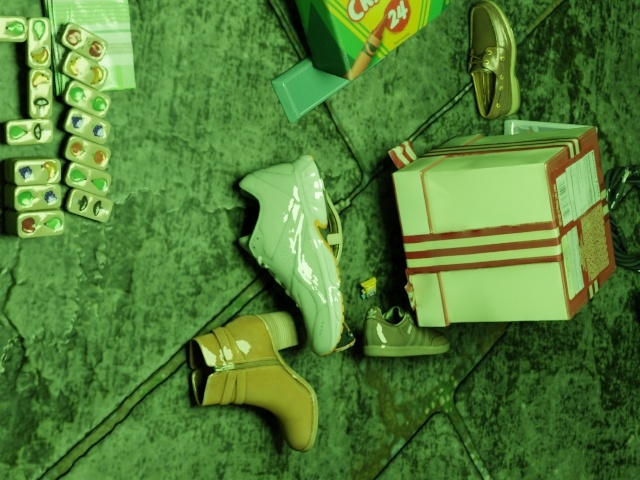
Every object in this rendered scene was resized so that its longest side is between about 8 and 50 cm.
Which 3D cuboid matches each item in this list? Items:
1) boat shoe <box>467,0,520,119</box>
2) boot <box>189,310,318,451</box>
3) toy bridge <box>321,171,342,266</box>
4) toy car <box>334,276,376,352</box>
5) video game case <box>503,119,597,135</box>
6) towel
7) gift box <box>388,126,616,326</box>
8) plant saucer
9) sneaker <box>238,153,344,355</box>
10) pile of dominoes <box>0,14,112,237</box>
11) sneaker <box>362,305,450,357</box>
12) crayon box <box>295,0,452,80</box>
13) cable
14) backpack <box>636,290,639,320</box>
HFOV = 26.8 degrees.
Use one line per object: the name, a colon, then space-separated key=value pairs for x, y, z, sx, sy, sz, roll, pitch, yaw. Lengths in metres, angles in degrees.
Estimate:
boat shoe: x=0.250 y=-0.265 z=1.983 sx=0.060 sy=0.064 sz=0.178 roll=-23 pitch=109 yaw=-38
boot: x=-0.090 y=0.195 z=1.733 sx=0.152 sy=0.073 sz=0.197 roll=-14 pitch=89 yaw=-38
toy bridge: x=0.000 y=0.000 z=1.821 sx=0.063 sy=0.026 sz=0.188 roll=-9 pitch=98 yaw=-39
toy car: x=0.050 y=0.111 z=1.850 sx=0.122 sy=0.060 sz=0.040 roll=-39 pitch=147 yaw=-23
video game case: x=0.362 y=-0.093 z=2.107 sx=0.201 sy=0.023 sz=0.183 roll=0 pitch=92 yaw=-38
towel: x=-0.272 y=-0.251 z=1.593 sx=0.113 sy=0.023 sz=0.152 roll=-11 pitch=99 yaw=-37
gift box: x=0.234 y=-0.026 z=1.849 sx=0.276 sy=0.258 sz=0.255 roll=-22 pitch=106 yaw=-57
plant saucer: x=0.016 y=-0.233 z=1.828 sx=0.192 sy=0.018 sz=0.067 roll=-38 pitch=114 yaw=-30
sneaker: x=-0.041 y=0.025 z=1.747 sx=0.121 sy=0.099 sz=0.262 roll=-11 pitch=90 yaw=-5
pile of dominoes: x=-0.320 y=-0.131 z=1.534 sx=0.196 sy=0.040 sz=0.251 roll=-6 pitch=102 yaw=-36
sneaker: x=0.126 y=0.126 z=1.885 sx=0.188 sy=0.066 sz=0.071 roll=2 pitch=86 yaw=-56
crayon box: x=0.045 y=-0.391 z=1.714 sx=0.202 sy=0.081 sz=0.318 roll=-39 pitch=131 yaw=-23
cable: x=0.518 y=-0.033 z=2.220 sx=0.150 sy=0.047 sz=0.184 roll=-18 pitch=104 yaw=-36
backpack: x=0.715 y=0.101 z=2.277 sx=0.355 sy=0.273 sz=0.290 roll=-32 pitch=111 yaw=-10
